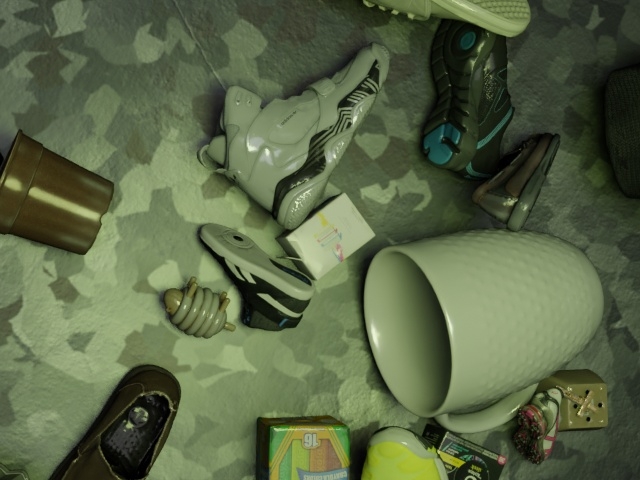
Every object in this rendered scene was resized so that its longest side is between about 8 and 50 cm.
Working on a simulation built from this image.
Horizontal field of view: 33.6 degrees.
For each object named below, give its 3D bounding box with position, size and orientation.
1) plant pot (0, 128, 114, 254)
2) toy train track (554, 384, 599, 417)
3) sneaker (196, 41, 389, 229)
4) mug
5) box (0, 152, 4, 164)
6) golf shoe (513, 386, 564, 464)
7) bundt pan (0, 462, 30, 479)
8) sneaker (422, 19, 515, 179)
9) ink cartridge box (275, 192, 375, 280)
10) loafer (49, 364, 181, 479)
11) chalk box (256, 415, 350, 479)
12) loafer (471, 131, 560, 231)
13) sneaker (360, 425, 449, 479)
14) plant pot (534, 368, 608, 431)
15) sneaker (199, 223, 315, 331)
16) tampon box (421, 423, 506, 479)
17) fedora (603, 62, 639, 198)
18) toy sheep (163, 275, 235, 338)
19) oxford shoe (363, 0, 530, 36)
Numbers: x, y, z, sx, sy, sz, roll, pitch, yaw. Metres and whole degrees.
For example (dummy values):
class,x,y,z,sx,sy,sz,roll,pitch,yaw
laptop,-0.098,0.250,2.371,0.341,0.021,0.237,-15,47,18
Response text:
class,x,y,z,sx,sy,sz,roll,pitch,yaw
plant pot,-0.417,-0.063,1.633,0.165,0.167,0.167,23,82,-20
toy train track,0.428,0.265,1.780,0.083,0.014,0.048,29,88,-4
sneaker,-0.040,-0.213,1.728,0.210,0.137,0.366,30,69,0
mug,0.276,0.156,1.742,0.328,0.276,0.374,-11,120,-24
box,-0.605,-0.101,1.579,0.203,0.167,0.168,23,82,-11
golf shoe,0.376,0.316,1.790,0.086,0.186,0.067,-35,59,-20
bundt pan,-0.531,0.487,1.536,0.331,0.124,0.331,0,89,8
sneaker,0.269,-0.270,1.834,0.140,0.125,0.341,21,79,-39
ink cartridge box,0.000,0.000,1.753,0.143,0.092,0.090,-38,97,-11
loafer,-0.336,0.360,1.637,0.134,0.130,0.366,27,82,-11
chalk box,-0.031,0.396,1.705,0.132,0.132,0.213,1,87,-13
loafer,0.329,-0.119,1.765,0.095,0.302,0.109,24,123,9
sneaker,0.108,0.467,1.644,0.145,0.147,0.384,11,115,19
plant pot,0.442,0.282,1.839,0.109,0.096,0.109,0,87,-14
sneaker,-0.123,0.073,1.729,0.217,0.079,0.121,32,117,13
tampon box,0.214,0.408,1.777,0.120,0.101,0.161,25,82,-10
fedora,0.573,-0.191,1.839,0.152,0.334,0.334,-7,89,17
toy sheep,-0.193,0.114,1.707,0.132,0.091,0.091,28,81,-15
oxford shoe,0.131,-0.438,1.755,0.449,0.130,0.169,23,42,3
